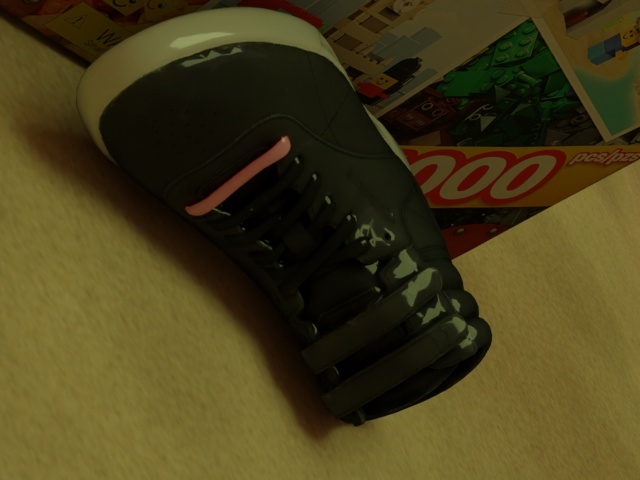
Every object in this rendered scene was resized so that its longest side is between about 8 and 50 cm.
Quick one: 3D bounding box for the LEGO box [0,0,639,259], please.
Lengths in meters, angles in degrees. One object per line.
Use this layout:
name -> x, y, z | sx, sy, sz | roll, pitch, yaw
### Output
LEGO box -> 0.079, -0.206, 0.916 | 0.500, 0.372, 0.193 | 29, 37, -57

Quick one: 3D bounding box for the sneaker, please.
sneaker -> 0.000, 0.000, 0.820 | 0.147, 0.105, 0.296 | 63, 13, 25
